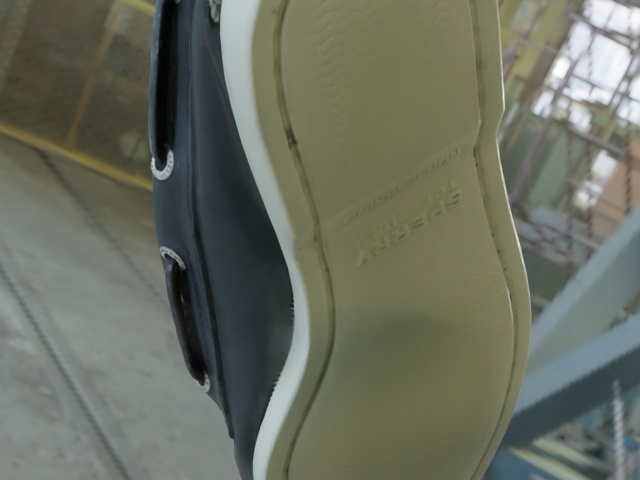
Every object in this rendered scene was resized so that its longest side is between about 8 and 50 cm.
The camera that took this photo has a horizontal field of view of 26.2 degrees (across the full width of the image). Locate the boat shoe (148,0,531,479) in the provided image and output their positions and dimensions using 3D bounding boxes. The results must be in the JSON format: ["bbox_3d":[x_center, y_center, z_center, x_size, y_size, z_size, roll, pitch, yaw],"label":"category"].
[{"bbox_3d":[-0.004,0.001,0.523,0.113,0.127,0.340,46,-22,40],"label":"boat shoe"}]
